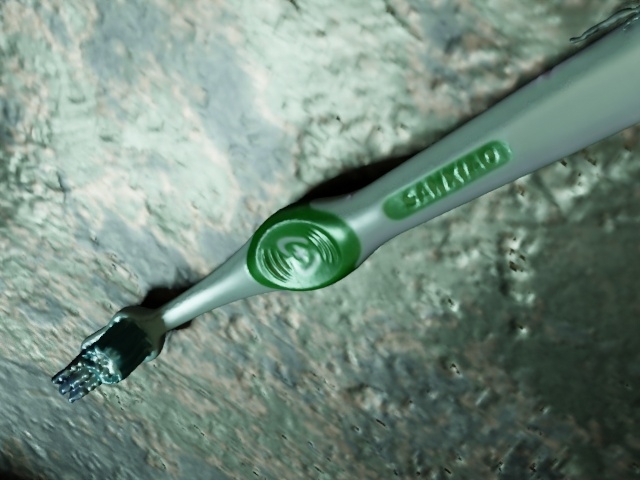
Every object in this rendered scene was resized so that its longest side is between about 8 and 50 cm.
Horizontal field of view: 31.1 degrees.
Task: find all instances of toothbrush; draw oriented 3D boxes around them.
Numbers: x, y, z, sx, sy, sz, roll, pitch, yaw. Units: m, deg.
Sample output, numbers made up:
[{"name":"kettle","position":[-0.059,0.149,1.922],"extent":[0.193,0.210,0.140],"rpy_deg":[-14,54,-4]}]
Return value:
[{"name":"toothbrush","position":[0.002,-0.003,0.496],"extent":[0.418,0.040,0.042],"rpy_deg":[-29,103,41]}]
